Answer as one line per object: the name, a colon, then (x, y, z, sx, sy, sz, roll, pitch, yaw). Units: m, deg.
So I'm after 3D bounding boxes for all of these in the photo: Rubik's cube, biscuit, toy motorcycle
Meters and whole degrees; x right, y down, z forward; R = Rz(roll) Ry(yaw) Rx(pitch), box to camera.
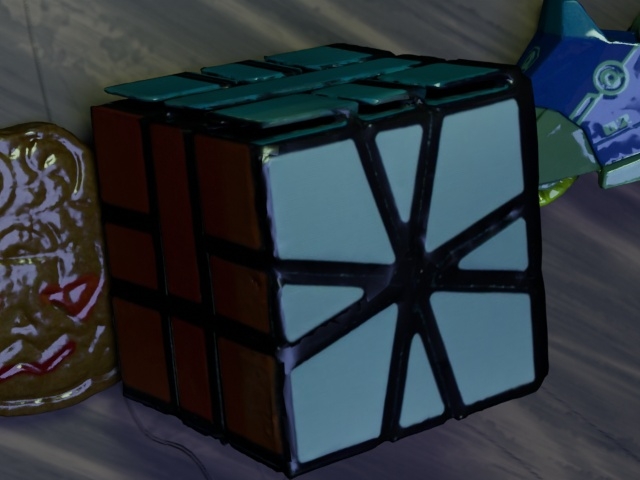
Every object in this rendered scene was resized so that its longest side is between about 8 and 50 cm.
Rubik's cube: (0.000, 0.000, 1.482, 0.288, 0.283, 0.293, -16, 111, -31)
biscuit: (-0.261, 0.028, 1.516, 0.273, 0.049, 0.257, -7, 105, -26)
toy motorcycle: (0.305, -0.156, 1.685, 0.326, 0.191, 0.200, -14, 105, -8)
